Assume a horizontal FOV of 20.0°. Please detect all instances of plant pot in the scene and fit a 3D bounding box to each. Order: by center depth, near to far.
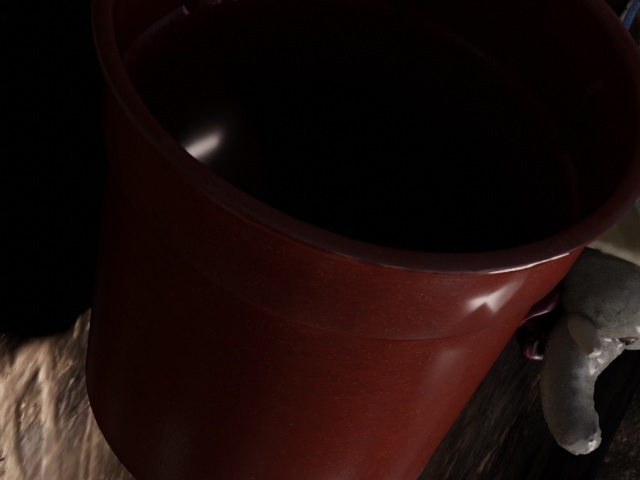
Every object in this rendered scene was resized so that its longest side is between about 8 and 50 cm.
[{"bbox_3d":[-0.001,-0.001,0.931,0.272,0.272,0.265,-46,163,-42],"label":"plant pot"}]

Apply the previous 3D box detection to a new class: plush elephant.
[{"bbox_3d":[0.162,0.040,1.397,0.330,0.255,0.272,-62,162,-3],"label":"plush elephant"}]

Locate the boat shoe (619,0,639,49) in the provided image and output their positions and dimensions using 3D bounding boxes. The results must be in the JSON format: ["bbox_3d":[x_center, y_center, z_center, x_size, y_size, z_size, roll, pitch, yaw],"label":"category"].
[{"bbox_3d":[0.321,-0.183,1.826,0.183,0.066,0.066,-61,162,-6],"label":"boat shoe"}]
